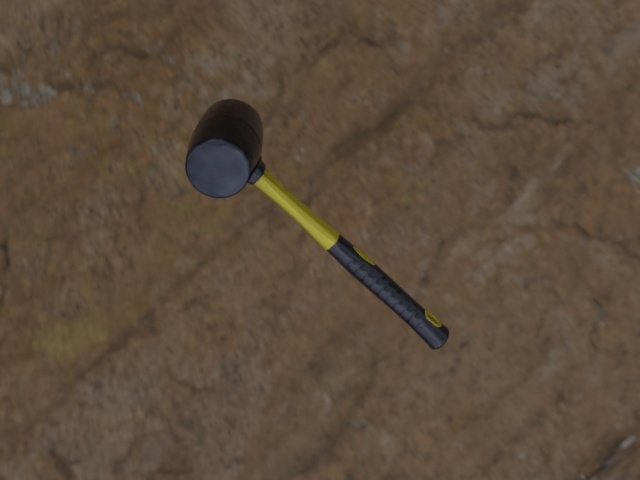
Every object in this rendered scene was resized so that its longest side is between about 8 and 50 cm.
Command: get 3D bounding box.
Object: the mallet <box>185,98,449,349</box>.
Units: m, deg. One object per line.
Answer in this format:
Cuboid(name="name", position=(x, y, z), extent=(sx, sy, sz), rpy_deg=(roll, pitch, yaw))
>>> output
Cuboid(name="mallet", position=(0.000, 0.000, 0.809), extent=(0.189, 0.062, 0.039), rpy_deg=(44, 114, -8))
